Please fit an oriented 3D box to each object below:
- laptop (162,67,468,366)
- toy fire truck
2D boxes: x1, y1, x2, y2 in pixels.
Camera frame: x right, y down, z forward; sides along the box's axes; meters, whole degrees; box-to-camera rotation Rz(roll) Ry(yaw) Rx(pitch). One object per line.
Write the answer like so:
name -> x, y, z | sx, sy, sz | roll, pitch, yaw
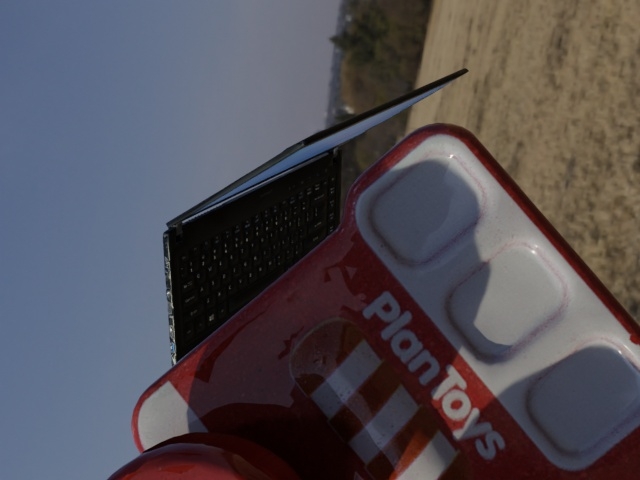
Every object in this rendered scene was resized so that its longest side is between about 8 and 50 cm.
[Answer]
laptop -> 0.000, 0.000, 0.684 | 0.234, 0.136, 0.264 | -30, -50, -48
toy fire truck -> 0.062, 0.130, 0.378 | 0.254, 0.302, 0.169 | -41, -7, 5
